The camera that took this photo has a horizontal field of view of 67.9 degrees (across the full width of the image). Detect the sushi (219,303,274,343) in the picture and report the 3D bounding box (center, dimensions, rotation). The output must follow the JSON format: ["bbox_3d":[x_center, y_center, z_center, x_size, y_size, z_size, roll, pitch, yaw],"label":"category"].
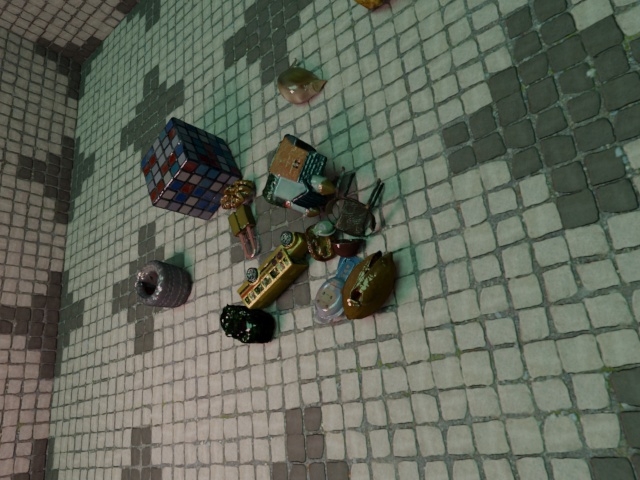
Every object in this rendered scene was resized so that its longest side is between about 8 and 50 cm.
[{"bbox_3d":[-0.280,0.307,1.764,0.224,0.127,0.124,13,89,44],"label":"sushi"}]

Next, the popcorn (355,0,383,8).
[{"bbox_3d":[0.219,-0.962,1.618,0.332,0.225,0.265,-44,58,38],"label":"popcorn"}]

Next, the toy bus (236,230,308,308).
[{"bbox_3d":[-0.155,0.108,1.715,0.335,0.121,0.123,-45,60,23],"label":"toy bus"}]

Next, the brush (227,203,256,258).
[{"bbox_3d":[-0.303,-0.027,1.929,0.103,0.047,0.234,-39,57,27],"label":"brush"}]

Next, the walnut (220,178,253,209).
[{"bbox_3d":[-0.356,-0.197,1.986,0.170,0.069,0.143,-24,37,35],"label":"walnut"}]

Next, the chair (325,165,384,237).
[{"bbox_3d":[0.109,-0.113,1.515,0.174,0.149,0.213,20,101,13],"label":"chair"}]

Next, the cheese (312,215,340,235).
[{"bbox_3d":[0.032,-0.047,1.608,0.067,0.120,0.026,58,159,34],"label":"cheese"}]

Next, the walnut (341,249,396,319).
[{"bbox_3d":[0.148,0.136,1.439,0.137,0.137,0.245,37,94,41],"label":"walnut"}]

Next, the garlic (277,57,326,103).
[{"bbox_3d":[-0.109,-0.637,1.898,0.267,0.148,0.129,55,151,31],"label":"garlic"}]

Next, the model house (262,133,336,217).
[{"bbox_3d":[-0.038,-0.201,1.650,0.291,0.184,0.253,29,97,41],"label":"model house"}]

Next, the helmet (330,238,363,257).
[{"bbox_3d":[0.089,0.027,1.554,0.111,0.089,0.057,-2,97,22],"label":"helmet"}]

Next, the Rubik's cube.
[{"bbox_3d":[-0.567,-0.305,2.072,0.293,0.286,0.292,-44,53,24],"label":"Rubik's cube"}]

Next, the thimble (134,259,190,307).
[{"bbox_3d":[-0.710,0.206,2.142,0.236,0.172,0.205,-20,63,33],"label":"thimble"}]

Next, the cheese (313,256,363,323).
[{"bbox_3d":[0.055,0.157,1.557,0.135,0.052,0.245,26,85,42],"label":"cheese"}]

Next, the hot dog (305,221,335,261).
[{"bbox_3d":[0.002,0.001,1.636,0.099,0.065,0.147,-13,65,2],"label":"hot dog"}]
